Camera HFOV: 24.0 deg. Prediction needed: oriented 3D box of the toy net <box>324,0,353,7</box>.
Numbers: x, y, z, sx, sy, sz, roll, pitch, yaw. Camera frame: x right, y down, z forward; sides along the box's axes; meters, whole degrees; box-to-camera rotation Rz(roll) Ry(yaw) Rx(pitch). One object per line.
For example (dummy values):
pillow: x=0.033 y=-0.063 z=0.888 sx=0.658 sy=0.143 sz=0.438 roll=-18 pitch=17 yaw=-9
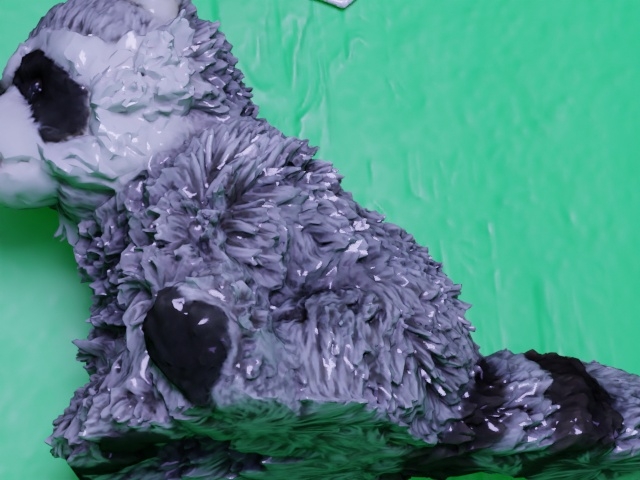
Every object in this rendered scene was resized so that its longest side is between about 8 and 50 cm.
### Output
toy net: x=-0.064 y=-0.239 z=0.984 sx=0.122 sy=0.045 sz=0.232 roll=-40 pitch=86 yaw=-14

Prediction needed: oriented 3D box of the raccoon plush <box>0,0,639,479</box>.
raccoon plush: x=0.000 y=0.000 z=0.913 sx=0.446 sy=0.216 sz=0.299 roll=13 pitch=59 yaw=-34
